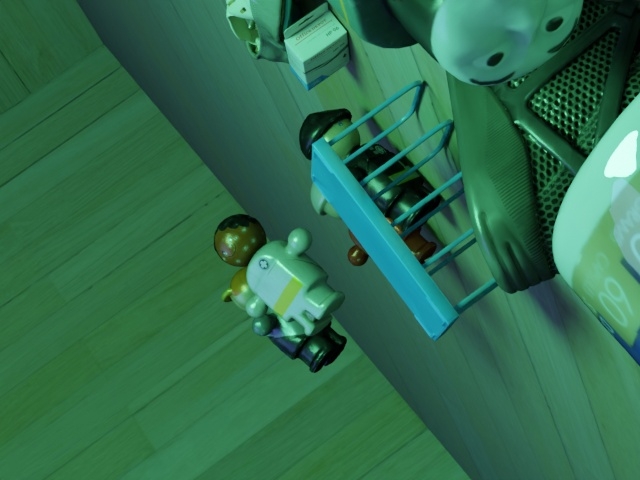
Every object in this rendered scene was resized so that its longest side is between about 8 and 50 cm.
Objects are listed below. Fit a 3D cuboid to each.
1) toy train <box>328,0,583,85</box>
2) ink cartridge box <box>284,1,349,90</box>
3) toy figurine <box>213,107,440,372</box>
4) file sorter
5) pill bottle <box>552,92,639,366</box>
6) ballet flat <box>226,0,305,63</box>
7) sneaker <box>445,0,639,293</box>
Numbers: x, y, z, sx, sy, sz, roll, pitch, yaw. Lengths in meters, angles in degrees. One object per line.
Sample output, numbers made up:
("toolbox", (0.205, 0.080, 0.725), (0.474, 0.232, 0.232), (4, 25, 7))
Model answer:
("toy train", (-0.001, -0.204, 0.603), (0.334, 0.142, 0.190), (52, 171, 37))
("ink cartridge box", (-0.003, -0.167, 1.239), (0.028, 0.048, 0.083), (52, 174, 15))
("toy figurine", (0.000, 0.000, 1.370), (0.148, 0.209, 0.213), (41, 169, 15))
("file sorter", (0.083, -0.024, 1.126), (0.170, 0.104, 0.118), (53, 173, 8))
("pill bottle", (0.207, 0.049, 0.429), (0.265, 0.153, 0.153), (51, 173, 22))
("ballet flat", (-0.051, -0.203, 1.248), (0.213, 0.068, 0.072), (78, -164, -78))
("sneaker", (0.121, -0.095, 0.662), (0.087, 0.130, 0.227), (56, -157, -60))
